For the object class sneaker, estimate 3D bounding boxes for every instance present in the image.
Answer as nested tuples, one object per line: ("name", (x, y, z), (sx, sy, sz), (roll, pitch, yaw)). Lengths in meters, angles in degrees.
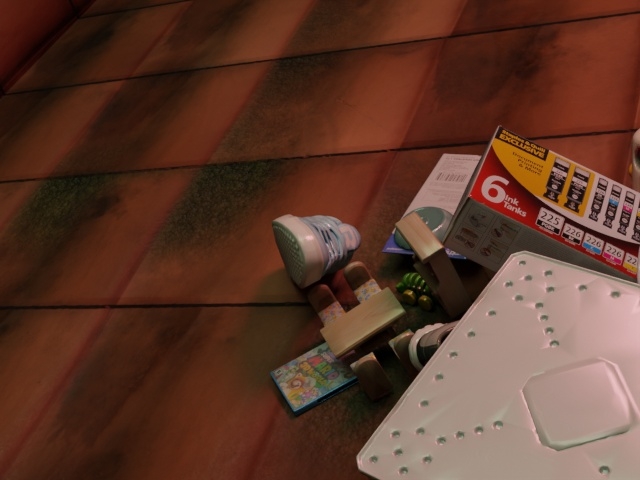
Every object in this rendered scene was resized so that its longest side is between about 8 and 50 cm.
("sneaker", (0.277, 0.154, 1.581), (0.271, 0.100, 0.108), (-13, -6, -14))
("sneaker", (0.000, 0.000, 1.851), (0.150, 0.135, 0.366), (-23, 2, -5))

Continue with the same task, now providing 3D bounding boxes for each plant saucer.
("plant saucer", (0.191, -0.029, 1.894), (0.119, 0.021, 0.119), (-15, 35, 10))

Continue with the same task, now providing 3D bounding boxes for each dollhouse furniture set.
("dollhouse furniture set", (0.106, 0.096, 1.694), (0.242, 0.161, 0.212), (-33, 41, -1))

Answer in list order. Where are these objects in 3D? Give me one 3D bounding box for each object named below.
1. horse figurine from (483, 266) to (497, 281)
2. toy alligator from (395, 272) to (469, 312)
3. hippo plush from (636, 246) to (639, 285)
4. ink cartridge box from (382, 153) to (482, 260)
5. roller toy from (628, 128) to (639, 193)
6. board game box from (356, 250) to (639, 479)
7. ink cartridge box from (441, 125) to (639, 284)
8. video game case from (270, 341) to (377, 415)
("horse figurine", (0.352, 0.048, 1.770), (0.174, 0.066, 0.263), (-22, 40, -6))
("toy alligator", (0.203, 0.091, 1.804), (0.189, 0.051, 0.056), (18, 51, 43))
("hippo plush", (0.458, 0.168, 1.387), (0.294, 0.234, 0.236), (-19, 22, -35))
("ink cartridge box", (0.265, -0.054, 1.959), (0.185, 0.065, 0.311), (5, 41, 33))
("roller toy", (0.633, -0.122, 1.755), (0.209, 0.146, 0.191), (2, 17, 22))
("board game box", (0.303, 0.204, 1.191), (0.390, 0.050, 0.390), (19, 54, 37))
("ink cartridge box", (0.394, -0.047, 1.692), (0.309, 0.130, 0.272), (26, 47, 3))
("video game case", (0.007, 0.225, 1.760), (0.166, 0.015, 0.119), (-28, 35, -9))
